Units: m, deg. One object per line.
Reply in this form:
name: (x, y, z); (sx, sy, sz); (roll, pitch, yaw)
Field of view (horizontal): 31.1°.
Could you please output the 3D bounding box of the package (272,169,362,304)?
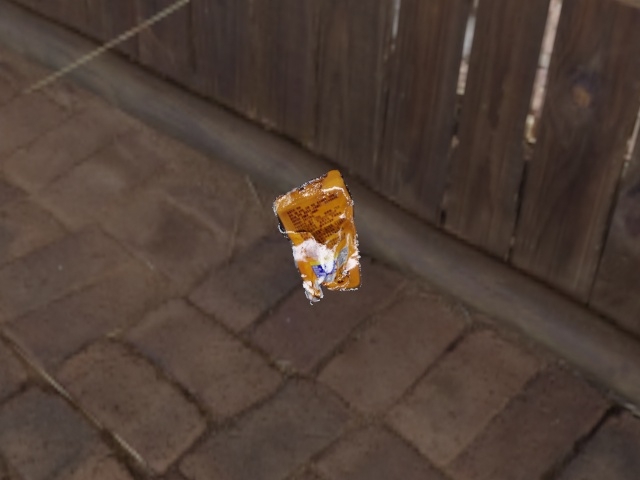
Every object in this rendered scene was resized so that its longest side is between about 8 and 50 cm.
package: (0.001, 0.000, 1.012); (0.077, 0.110, 0.033); (-17, 19, -13)
